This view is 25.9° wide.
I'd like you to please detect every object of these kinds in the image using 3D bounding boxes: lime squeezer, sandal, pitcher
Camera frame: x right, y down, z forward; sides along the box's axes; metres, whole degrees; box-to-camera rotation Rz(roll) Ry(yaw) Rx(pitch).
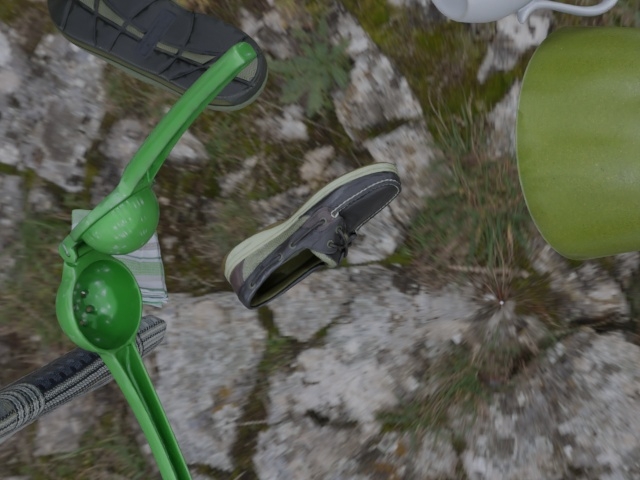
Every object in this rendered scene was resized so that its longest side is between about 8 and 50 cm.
[{"bbox_3d":[-0.103,0.019,0.781,0.110,0.059,0.310,36,129,37],"label":"lime squeezer"},{"bbox_3d":[-0.183,-0.218,1.524,0.303,0.086,0.120,36,78,23],"label":"sandal"},{"bbox_3d":[0.227,-0.301,1.531,0.207,0.125,0.178,-32,98,-19],"label":"pitcher"}]

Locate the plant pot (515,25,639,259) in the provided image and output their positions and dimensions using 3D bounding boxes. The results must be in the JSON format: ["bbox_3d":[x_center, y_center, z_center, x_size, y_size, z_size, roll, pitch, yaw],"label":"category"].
[{"bbox_3d":[0.413,-0.117,1.543,0.293,0.275,0.275,-1,87,40],"label":"plant pot"}]

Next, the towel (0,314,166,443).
[{"bbox_3d":[-0.334,0.188,1.315,0.324,0.312,0.056,-27,92,27],"label":"towel"}]

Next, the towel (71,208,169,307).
[{"bbox_3d":[-0.243,0.016,1.675,0.113,0.152,0.023,12,125,-21],"label":"towel"}]

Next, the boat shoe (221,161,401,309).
[{"bbox_3d":[-0.001,0.000,1.509,0.223,0.080,0.073,-32,59,8],"label":"boat shoe"}]
